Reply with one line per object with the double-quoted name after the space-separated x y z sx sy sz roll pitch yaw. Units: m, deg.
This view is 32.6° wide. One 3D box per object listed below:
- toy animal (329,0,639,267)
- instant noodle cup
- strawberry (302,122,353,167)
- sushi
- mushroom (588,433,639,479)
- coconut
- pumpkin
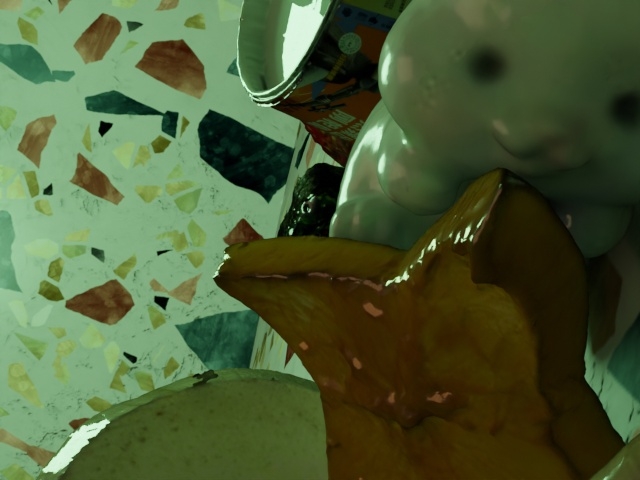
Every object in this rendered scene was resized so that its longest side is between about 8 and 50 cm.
0.136 -0.122 0.690 0.367 0.196 0.241 110 172 -56 "toy animal"
0.066 -0.199 0.968 0.296 0.214 0.296 -39 44 52 "instant noodle cup"
0.023 -0.279 1.436 0.310 0.292 0.292 -62 4 -15 "strawberry"
0.000 0.000 1.687 0.127 0.124 0.225 -90 21 -58 "sushi"
0.160 0.099 0.359 0.285 0.156 0.151 -44 20 54 "mushroom"
-0.104 0.331 0.953 0.404 0.404 0.404 -167 90 -82 "coconut"
0.068 0.091 0.660 0.290 0.095 0.258 -11 107 51 "pumpkin"
